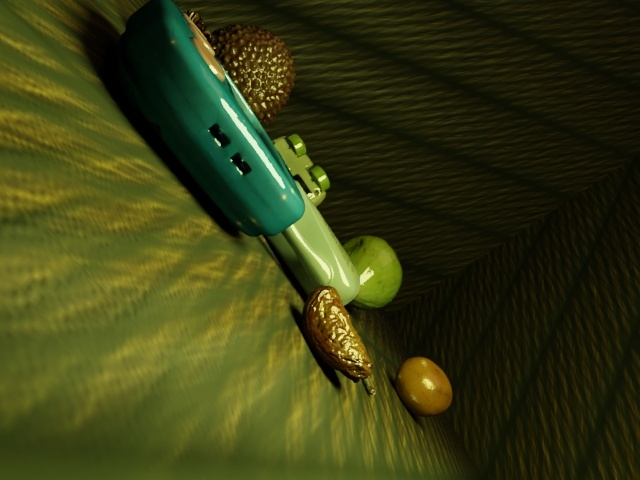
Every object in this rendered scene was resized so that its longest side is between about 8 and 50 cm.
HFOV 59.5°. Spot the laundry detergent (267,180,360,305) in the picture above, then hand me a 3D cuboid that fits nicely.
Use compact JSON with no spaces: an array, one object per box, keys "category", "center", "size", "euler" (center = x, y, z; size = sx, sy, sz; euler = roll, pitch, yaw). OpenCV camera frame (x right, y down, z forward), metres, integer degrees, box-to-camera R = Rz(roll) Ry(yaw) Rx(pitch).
[{"category":"laundry detergent","center":[-0.042,-0.019,0.997],"size":[0.281,0.105,0.215],"euler":[57,5,-13]}]

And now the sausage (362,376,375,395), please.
[{"category":"sausage","center":[0.082,0.248,1.017],"size":[0.015,0.015,0.100],"euler":[55,4,-28]}]

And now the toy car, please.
[{"category":"toy car","center":[-0.093,-0.161,1.560],"size":[0.235,0.145,0.235],"euler":[51,-18,24]}]

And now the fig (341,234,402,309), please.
[{"category":"fig","center":[0.124,0.087,1.526],"size":[0.207,0.207,0.230],"euler":[57,3,11]}]

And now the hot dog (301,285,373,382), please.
[{"category":"hot dog","center":[0.021,0.136,0.798],"size":[0.147,0.065,0.099],"euler":[65,7,26]}]

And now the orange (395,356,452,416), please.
[{"category":"orange","center":[0.259,0.375,1.427],"size":[0.156,0.124,0.156],"euler":[36,16,-12]}]

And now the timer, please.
[{"category":"timer","center":[-0.150,-0.167,0.774],"size":[0.309,0.115,0.340],"euler":[53,5,-35]}]

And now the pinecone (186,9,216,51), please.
[{"category":"pinecone","center":[-0.251,-0.350,1.006],"size":[0.140,0.120,0.140],"euler":[60,-4,7]}]

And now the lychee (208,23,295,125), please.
[{"category":"lychee","center":[-0.188,-0.406,1.419],"size":[0.268,0.267,0.267],"euler":[56,4,-5]}]
